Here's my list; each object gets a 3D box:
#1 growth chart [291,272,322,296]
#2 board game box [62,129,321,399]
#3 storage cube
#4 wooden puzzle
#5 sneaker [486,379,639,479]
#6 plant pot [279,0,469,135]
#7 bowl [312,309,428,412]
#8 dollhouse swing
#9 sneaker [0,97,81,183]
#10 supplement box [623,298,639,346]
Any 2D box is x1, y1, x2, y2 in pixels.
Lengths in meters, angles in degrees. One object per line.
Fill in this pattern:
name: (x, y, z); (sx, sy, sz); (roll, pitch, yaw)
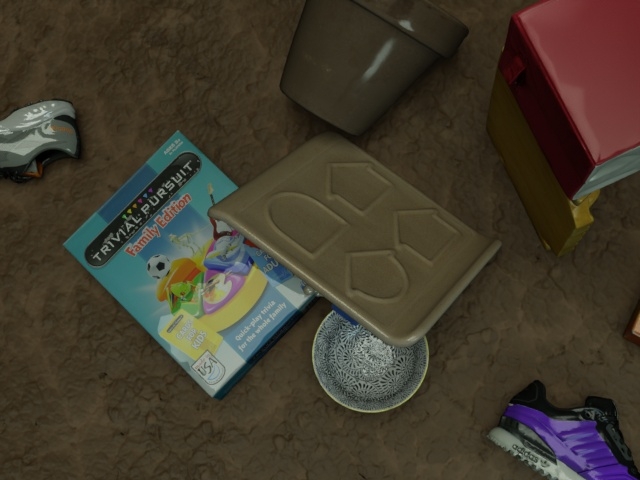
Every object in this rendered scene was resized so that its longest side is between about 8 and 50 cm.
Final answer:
growth chart: (0.000, 0.000, 1.579); (0.172, 0.021, 0.237); (-6, 50, -34)
board game box: (-0.186, 0.037, 1.624); (0.336, 0.079, 0.254); (43, 85, 12)
storage cube: (0.335, -0.182, 1.210); (0.215, 0.183, 0.193); (-25, 79, -1)
wooden puzzle: (0.052, -0.002, 1.539); (0.348, 0.080, 0.322); (33, 38, 14)
sneaker: (0.398, 0.298, 1.501); (0.293, 0.102, 0.146); (30, 82, 11)
plant pot: (0.057, -0.289, 1.599); (0.263, 0.263, 0.229); (33, 100, 11)
bowl: (0.075, 0.172, 1.570); (0.170, 0.080, 0.170); (-1, 78, 5)
dollhouse swing: (0.411, -0.195, 1.477); (0.305, 0.347, 0.315); (-24, 77, 0)
sneaker: (-0.511, -0.135, 1.683); (0.272, 0.100, 0.108); (-21, 83, 1)
supplement box: (0.531, 0.051, 1.552); (0.080, 0.078, 0.233); (24, 82, 10)
